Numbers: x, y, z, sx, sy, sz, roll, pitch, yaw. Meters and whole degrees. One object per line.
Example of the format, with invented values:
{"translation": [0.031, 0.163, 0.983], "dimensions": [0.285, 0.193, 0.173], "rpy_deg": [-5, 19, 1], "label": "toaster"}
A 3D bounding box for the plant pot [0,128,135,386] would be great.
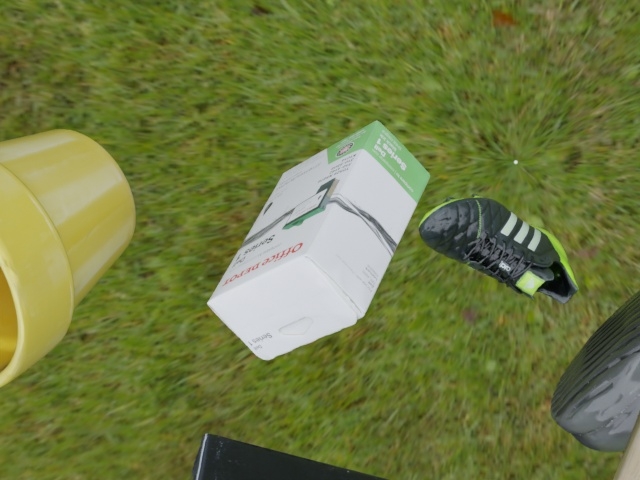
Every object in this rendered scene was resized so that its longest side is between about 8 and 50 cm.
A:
{"translation": [-0.335, -0.003, 1.513], "dimensions": [0.254, 0.239, 0.254], "rpy_deg": [16, 122, 27], "label": "plant pot"}

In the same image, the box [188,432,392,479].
{"translation": [0.000, 0.350, 1.145], "dimensions": [0.296, 0.183, 0.294], "rpy_deg": [16, 116, -6], "label": "box"}

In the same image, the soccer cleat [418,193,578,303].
{"translation": [0.156, 0.010, 1.191], "dimensions": [0.060, 0.179, 0.072], "rpy_deg": [-49, 48, 25], "label": "soccer cleat"}

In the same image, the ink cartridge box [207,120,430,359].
{"translation": [0.000, 0.000, 1.446], "dimensions": [0.160, 0.219, 0.092], "rpy_deg": [-27, 114, 41], "label": "ink cartridge box"}

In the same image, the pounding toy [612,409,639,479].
{"translation": [0.154, 0.075, 0.381], "dimensions": [0.141, 0.130, 0.100], "rpy_deg": [22, 58, 14], "label": "pounding toy"}

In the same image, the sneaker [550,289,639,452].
{"translation": [0.247, 0.049, 0.726], "dimensions": [0.146, 0.330, 0.122], "rpy_deg": [53, 134, 10], "label": "sneaker"}
